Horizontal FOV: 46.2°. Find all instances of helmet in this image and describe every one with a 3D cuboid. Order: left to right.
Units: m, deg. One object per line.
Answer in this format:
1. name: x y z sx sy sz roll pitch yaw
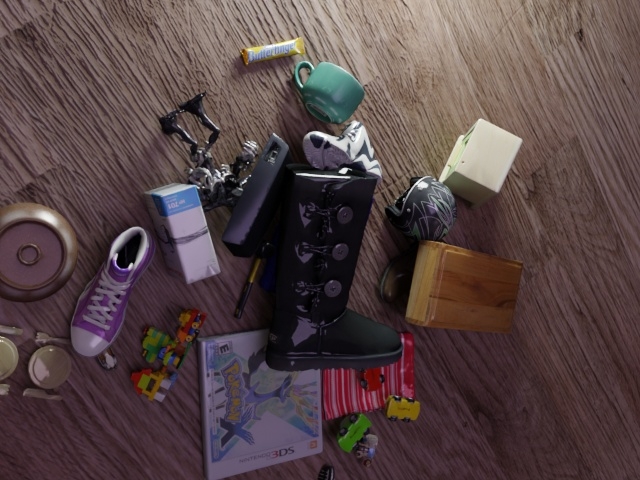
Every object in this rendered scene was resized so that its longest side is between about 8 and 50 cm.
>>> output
1. helmet: 0.257 -0.076 1.852 0.169 0.161 0.170 -3 97 -29

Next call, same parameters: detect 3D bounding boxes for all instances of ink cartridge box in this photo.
1. ink cartridge box: -0.289 -0.018 1.563 0.082 0.139 0.191 -20 104 -25

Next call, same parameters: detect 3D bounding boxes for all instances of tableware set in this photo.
1. tableware set: -0.591 0.242 1.480 0.194 0.039 0.128 19 74 -35

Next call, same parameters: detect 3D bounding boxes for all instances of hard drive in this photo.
1. hard drive: -0.130 -0.088 1.632 0.054 0.172 0.255 23 78 9

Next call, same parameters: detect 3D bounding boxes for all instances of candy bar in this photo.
1. candy bar: -0.107 -0.426 1.694 0.161 0.018 0.040 -18 104 -27

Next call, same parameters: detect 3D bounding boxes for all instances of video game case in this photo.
1. video game case: -0.135 0.368 1.749 0.299 0.036 0.329 -6 98 -29

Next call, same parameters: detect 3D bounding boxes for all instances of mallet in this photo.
1. mallet: -0.161 0.084 1.711 0.039 0.062 0.190 19 101 -33

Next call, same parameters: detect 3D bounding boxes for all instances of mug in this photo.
1. mug: 0.012 -0.333 1.720 0.097 0.157 0.129 -56 141 -10

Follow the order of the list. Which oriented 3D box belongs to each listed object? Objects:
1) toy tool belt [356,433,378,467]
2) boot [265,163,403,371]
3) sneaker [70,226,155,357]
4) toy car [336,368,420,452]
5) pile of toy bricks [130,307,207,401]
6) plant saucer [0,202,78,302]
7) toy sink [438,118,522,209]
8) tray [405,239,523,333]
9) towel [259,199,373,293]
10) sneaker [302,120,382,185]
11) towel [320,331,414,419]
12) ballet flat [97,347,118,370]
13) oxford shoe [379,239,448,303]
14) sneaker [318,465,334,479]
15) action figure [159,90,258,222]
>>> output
1. toy tool belt: 0.112 0.529 1.904 0.051 0.052 0.083 18 82 2
2. boot: 0.061 0.060 1.692 0.367 0.146 0.445 0 100 -35
3. sneaker: -0.420 0.097 1.481 0.102 0.161 0.282 23 79 -7
4. toy car: 0.113 0.418 1.850 0.225 0.053 0.239 -47 113 -17
5. pile of toy bricks: -0.333 0.222 1.599 0.105 0.118 0.212 27 99 -1
6. plant saucer: -0.573 0.026 1.468 0.198 0.036 0.199 -3 96 -29
7. toy sink: 0.396 -0.190 1.922 0.131 0.234 0.153 27 82 1
8. tray: 0.381 0.128 1.926 0.410 0.076 0.203 11 90 -48
9. towel: 0.000 0.000 1.765 0.227 0.076 0.308 20 85 -29
10. sneaker: 0.045 -0.225 1.737 0.235 0.094 0.153 20 46 -34
11. towel: 0.123 0.340 1.896 0.274 0.031 0.199 -3 96 -29
12. ballet flat: -0.451 0.223 1.554 0.041 0.041 0.114 -31 109 -23
13. oxford shoe: 0.237 0.072 1.895 0.227 0.096 0.083 -47 117 -15
14. sneaker: 0.019 0.611 1.865 0.043 0.040 0.109 6 96 -46
15. action figure: -0.224 -0.163 1.587 0.164 0.141 0.276 -39 110 -26
